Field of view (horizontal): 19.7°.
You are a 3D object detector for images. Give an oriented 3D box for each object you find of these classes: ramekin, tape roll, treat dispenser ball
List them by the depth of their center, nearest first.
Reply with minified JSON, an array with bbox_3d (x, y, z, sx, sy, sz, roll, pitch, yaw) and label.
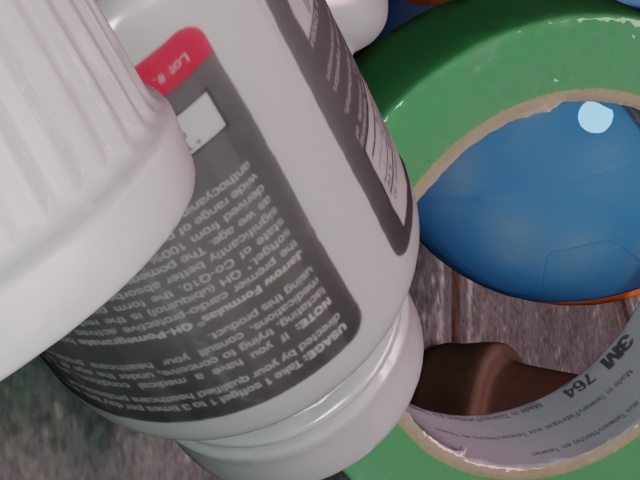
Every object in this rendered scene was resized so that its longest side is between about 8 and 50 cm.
[{"bbox_3d":[-0.147,-0.024,0.482,0.109,0.207,0.207,66,25,-21],"label":"ramekin"},{"bbox_3d":[0.122,0.016,1.073,0.077,0.321,0.321,-135,-154,-59],"label":"tape roll"},{"bbox_3d":[0.172,-0.099,1.260,0.288,0.288,0.288,-5,90,-71],"label":"treat dispenser ball"}]

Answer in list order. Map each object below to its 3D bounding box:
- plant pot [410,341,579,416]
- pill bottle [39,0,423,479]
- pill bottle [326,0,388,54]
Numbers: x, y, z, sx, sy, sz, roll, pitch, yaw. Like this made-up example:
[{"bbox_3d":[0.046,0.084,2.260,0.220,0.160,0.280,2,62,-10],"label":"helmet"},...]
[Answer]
[{"bbox_3d":[0.200,0.199,1.355,0.263,0.229,0.263,-5,90,-72],"label":"plant pot"},{"bbox_3d":[-0.062,-0.029,0.748,0.318,0.176,0.176,61,31,-49],"label":"pill bottle"},{"bbox_3d":[-0.033,-0.146,0.928,0.131,0.131,0.229,3,82,-70],"label":"pill bottle"}]
